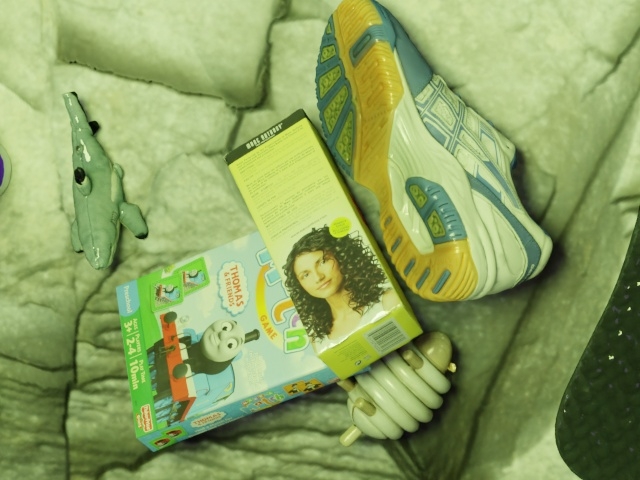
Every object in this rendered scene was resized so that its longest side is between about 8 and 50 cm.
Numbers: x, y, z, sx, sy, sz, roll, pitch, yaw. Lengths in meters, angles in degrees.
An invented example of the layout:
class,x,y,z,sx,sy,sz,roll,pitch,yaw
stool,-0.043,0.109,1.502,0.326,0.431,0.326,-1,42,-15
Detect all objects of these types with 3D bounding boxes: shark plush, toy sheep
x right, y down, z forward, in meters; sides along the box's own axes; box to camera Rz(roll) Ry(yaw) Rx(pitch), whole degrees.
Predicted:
class,x,y,z,sx,sy,sz,roll,pitch,yaw
shark plush,-0.202,-0.055,1.635,0.073,0.067,0.161,0,92,14
toy sheep,0.063,0.128,1.567,0.132,0.091,0.091,-42,82,6

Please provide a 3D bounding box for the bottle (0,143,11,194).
class,x,y,z,sx,sy,sz,roll,pitch,yaw
bottle,-0.354,-0.062,1.562,0.092,0.283,0.118,-21,86,14

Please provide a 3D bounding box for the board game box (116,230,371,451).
class,x,y,z,sx,sy,sz,roll,pitch,yaw
board game box,-0.071,0.076,1.586,0.211,0.039,0.160,-21,55,13

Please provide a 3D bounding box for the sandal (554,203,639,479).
class,x,y,z,sx,sy,sz,roll,pitch,yaw
sandal,0.330,0.010,1.501,0.167,0.107,0.446,32,112,10

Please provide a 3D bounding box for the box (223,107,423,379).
class,x,y,z,sx,sy,sz,roll,pitch,yaw
box,0.000,0.000,1.535,0.087,0.058,0.232,-32,53,6

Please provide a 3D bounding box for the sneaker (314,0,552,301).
class,x,y,z,sx,sy,sz,roll,pitch,yaw
sneaker,0.095,-0.079,1.554,0.112,0.131,0.296,-47,57,48
